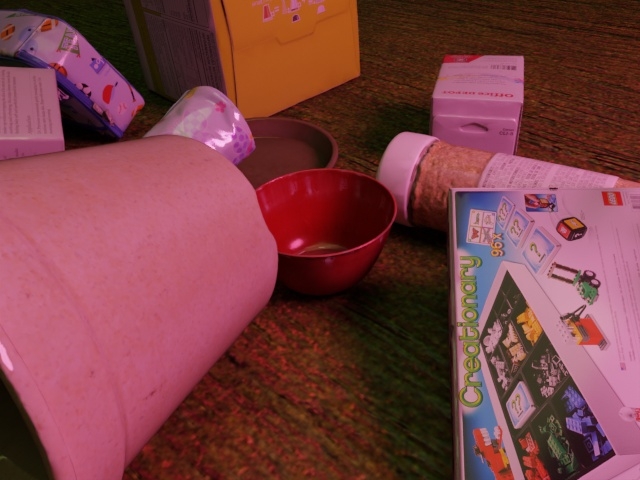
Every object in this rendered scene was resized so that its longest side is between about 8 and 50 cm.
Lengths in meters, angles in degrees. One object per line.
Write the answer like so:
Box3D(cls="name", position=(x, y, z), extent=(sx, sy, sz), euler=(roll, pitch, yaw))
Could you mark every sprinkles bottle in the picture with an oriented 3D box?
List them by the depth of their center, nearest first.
Box3D(cls="sprinkles bottle", position=(0.245, -0.040, 0.702), extent=(0.356, 0.121, 0.121), euler=(18, 42, 28))

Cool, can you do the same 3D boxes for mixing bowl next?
Box3D(cls="mixing bowl", position=(0.000, 0.000, 0.699), extent=(0.182, 0.098, 0.181), euler=(-4, 37, 3))

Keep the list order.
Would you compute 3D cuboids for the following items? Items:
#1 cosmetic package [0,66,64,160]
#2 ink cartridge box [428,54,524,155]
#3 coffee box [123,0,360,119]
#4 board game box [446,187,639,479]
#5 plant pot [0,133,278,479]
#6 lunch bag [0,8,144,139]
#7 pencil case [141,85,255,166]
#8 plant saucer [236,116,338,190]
Box3D(cls="cosmetic package", position=(-0.556, -0.139, 0.811), extent=(0.366, 0.155, 0.196), euler=(-4, 47, -24))
Box3D(cls="ink cartridge box", position=(0.242, -0.196, 0.907), extent=(0.128, 0.127, 0.176), euler=(7, 38, 15))
Box3D(cls="coffee box", position=(-0.157, -0.465, 1.144), extent=(0.338, 0.338, 0.334), euler=(-32, 44, -30))
Box3D(cls="board game box", position=(0.211, 0.087, 0.509), extent=(0.193, 0.053, 0.305), euler=(1, 58, 9))
Box3D(cls="plant pot", position=(-0.208, 0.051, 0.513), extent=(0.334, 0.333, 0.305), euler=(16, 30, 26))
Box3D(cls="lunch bag", position=(-0.474, -0.289, 1.052), extent=(0.304, 0.243, 0.114), euler=(21, 73, 29))
Box3D(cls="pencil case", position=(-0.216, -0.087, 0.778), extent=(0.124, 0.113, 0.273), euler=(41, 69, 11))
Box3D(cls="plant saucer", position=(-0.110, -0.119, 0.924), extent=(0.278, 0.041, 0.277), euler=(-3, 36, 2))
